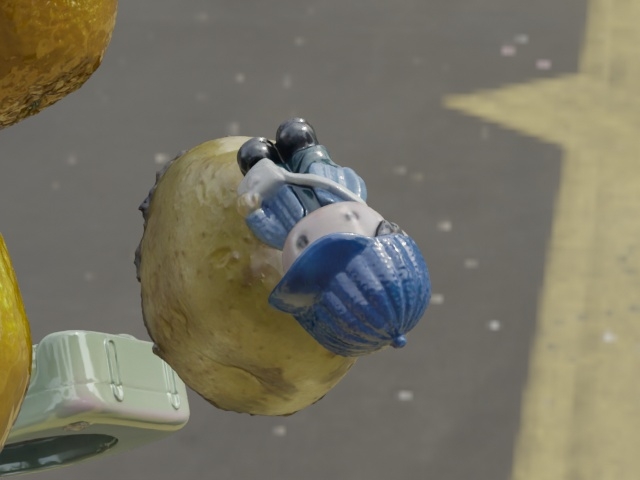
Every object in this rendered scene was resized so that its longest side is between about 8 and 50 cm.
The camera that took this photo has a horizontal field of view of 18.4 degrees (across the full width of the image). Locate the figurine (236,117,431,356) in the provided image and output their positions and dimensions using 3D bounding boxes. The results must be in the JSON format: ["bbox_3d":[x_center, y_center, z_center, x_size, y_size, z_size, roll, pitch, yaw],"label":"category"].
[{"bbox_3d":[0.000,0.000,1.067,0.086,0.087,0.149,-25,42,-6],"label":"figurine"}]

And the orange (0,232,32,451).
[{"bbox_3d":[-0.299,0.062,1.078,0.279,0.279,0.235,-18,-8,-40],"label":"orange"}]

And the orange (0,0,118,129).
[{"bbox_3d":[-0.249,-0.191,1.371,0.236,0.236,0.236,0,20,0],"label":"orange"}]

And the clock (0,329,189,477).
[{"bbox_3d":[-0.332,0.191,2.202,0.324,0.109,0.265,-17,-14,21],"label":"clock"}]

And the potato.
[{"bbox_3d":[-0.051,0.022,1.877,0.242,0.285,0.242,-7,-7,-1],"label":"potato"}]
